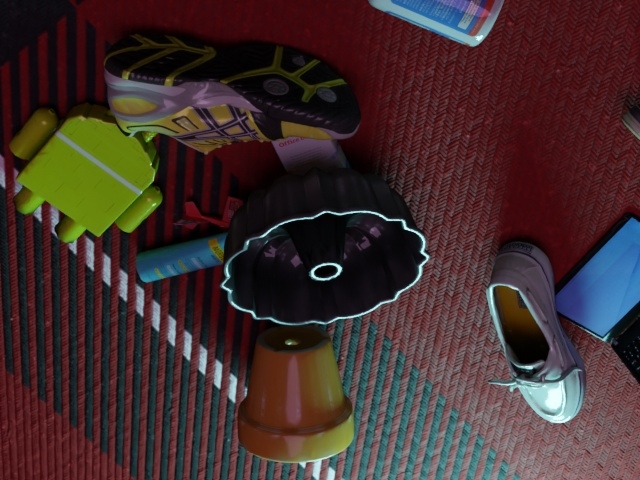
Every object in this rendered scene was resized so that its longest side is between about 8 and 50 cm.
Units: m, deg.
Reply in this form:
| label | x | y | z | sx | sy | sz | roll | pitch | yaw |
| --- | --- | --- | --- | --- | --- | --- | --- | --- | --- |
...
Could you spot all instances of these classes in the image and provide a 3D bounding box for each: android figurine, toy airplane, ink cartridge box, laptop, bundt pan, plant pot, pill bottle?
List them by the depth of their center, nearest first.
| label | x | y | z | sx | sy | sz | roll | pitch | yaw |
| --- | --- | --- | --- | --- | --- | --- | --- | --- | --- |
| pill bottle | 0.139 | -0.365 | 1.637 | 0.222 | 0.124 | 0.124 | 20 | 123 | -11 |
| ink cartridge box | -0.013 | -0.135 | 1.847 | 0.089 | 0.052 | 0.122 | -18 | 123 | 14 |
| bundt pan | 0.000 | 0.000 | 1.852 | 0.331 | 0.124 | 0.330 | -7 | 146 | -5 |
| android figurine | -0.369 | -0.114 | 1.882 | 0.248 | 0.056 | 0.273 | 36 | 120 | -19 |
| laptop | 0.544 | 0.128 | 1.940 | 0.137 | 0.264 | 0.234 | 3 | 135 | -44 |
| toy airplane | -0.166 | -0.029 | 1.942 | 0.151 | 0.028 | 0.151 | 2 | 140 | 2 |
| plant pot | -0.044 | 0.254 | 2.044 | 0.205 | 0.205 | 0.187 | 0 | 108 | 3 |

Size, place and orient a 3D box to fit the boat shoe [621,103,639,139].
| label | x | y | z | sx | sy | sz | roll | pitch | yaw |
| --- | --- | --- | --- | --- | --- | --- | --- | --- | --- |
| boat shoe | 0.586 | -0.148 | 1.776 | 0.285 | 0.102 | 0.092 | 25 | 117 | -17 |

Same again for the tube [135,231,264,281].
| label | x | y | z | sx | sy | sz | roll | pitch | yaw |
| --- | --- | --- | --- | --- | --- | --- | --- | --- | --- |
| tube | -0.205 | 0.023 | 1.959 | 0.207 | 0.052 | 0.080 | -14 | 151 | 18 |

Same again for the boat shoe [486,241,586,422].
| label | x | y | z | sx | sy | sz | roll | pitch | yaw |
| --- | --- | --- | --- | --- | --- | --- | --- | --- | --- |
| boat shoe | 0.351 | 0.192 | 1.964 | 0.136 | 0.156 | 0.367 | 3 | 127 | 30 |

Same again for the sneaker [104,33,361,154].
| label | x | y | z | sx | sy | sz | roll | pitch | yaw |
| --- | --- | --- | --- | --- | --- | --- | --- | --- | --- |
| sneaker | -0.130 | -0.206 | 1.766 | 0.385 | 0.145 | 0.147 | 12 | 134 | 1 |
